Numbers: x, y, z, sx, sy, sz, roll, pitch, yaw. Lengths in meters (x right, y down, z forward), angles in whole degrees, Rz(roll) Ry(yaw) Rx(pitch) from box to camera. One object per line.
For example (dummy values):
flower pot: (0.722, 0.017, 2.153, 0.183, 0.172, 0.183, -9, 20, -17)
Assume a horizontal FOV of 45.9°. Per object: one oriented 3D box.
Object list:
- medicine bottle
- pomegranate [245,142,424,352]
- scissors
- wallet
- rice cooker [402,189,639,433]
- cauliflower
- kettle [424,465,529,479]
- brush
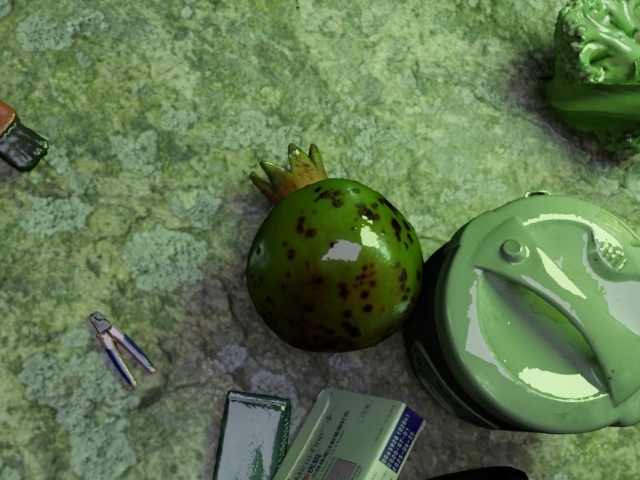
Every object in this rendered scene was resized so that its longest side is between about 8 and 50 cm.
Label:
medicine bottle: (0.018, 0.280, 0.898, 0.052, 0.171, 0.201, 42, 67, -25)
pomegranate: (0.004, -0.001, 0.934, 0.231, 0.231, 0.285, -19, 80, -11)
scissors: (-0.261, 0.138, 0.978, 0.039, 0.012, 0.113, -40, 85, -14)
wallet: (-0.087, 0.261, 0.965, 0.088, 0.026, 0.129, 11, 74, -11)
rice cooker: (0.254, 0.100, 0.920, 0.288, 0.277, 0.288, 2, 79, -8)
cauliflower: (0.437, -0.223, 1.020, 0.239, 0.315, 0.256, -10, 123, -15)
kettle: (0.195, 0.442, 0.903, 0.203, 0.262, 0.308, -19, 82, 24)
brush: (-0.505, -0.199, 1.003, 0.323, 0.051, 0.070, 34, 78, 1)
